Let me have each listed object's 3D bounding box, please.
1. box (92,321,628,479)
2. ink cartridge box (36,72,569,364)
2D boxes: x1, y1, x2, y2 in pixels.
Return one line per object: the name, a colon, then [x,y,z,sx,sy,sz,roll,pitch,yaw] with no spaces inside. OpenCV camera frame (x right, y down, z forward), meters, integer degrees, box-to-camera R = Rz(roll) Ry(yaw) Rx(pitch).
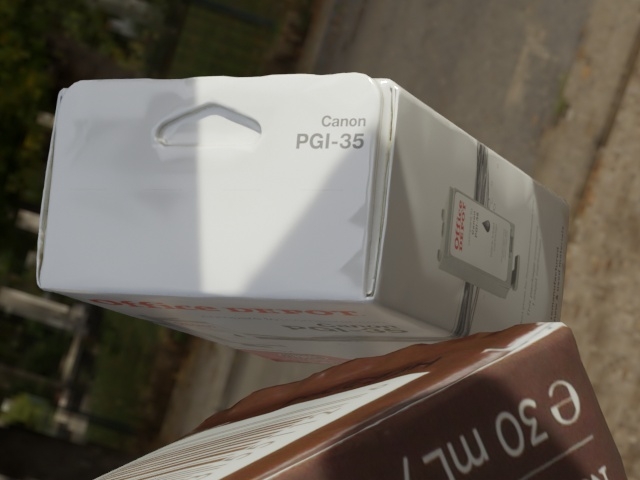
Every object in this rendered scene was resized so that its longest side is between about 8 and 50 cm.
box: [0.023,0.230,0.365,0.143,0.381,0.191,-20,1,42]
ink cartridge box: [0.000,0.000,0.969,0.283,0.207,0.117,24,-110,-61]
